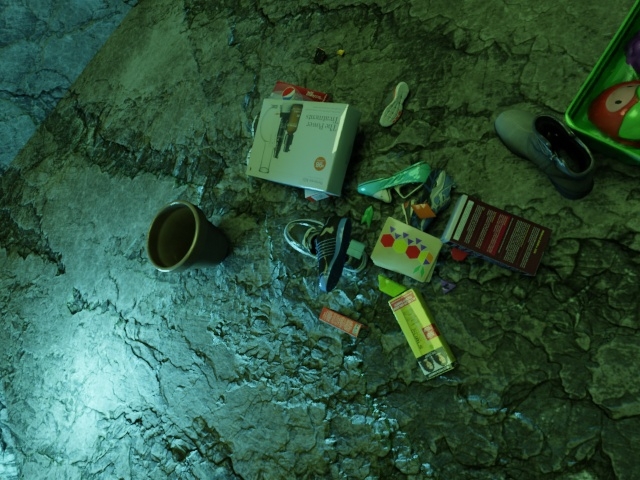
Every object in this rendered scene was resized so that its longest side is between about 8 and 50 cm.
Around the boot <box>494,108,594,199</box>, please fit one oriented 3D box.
[{"bbox_3d":[0.565,-0.265,1.136,0.118,0.222,0.338,-44,58,13],"label":"boot"}]

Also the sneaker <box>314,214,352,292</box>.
[{"bbox_3d":[0.023,0.036,1.325,0.090,0.081,0.232,8,73,29],"label":"sneaker"}]

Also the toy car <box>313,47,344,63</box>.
[{"bbox_3d":[0.035,-0.705,1.713,0.122,0.060,0.040,15,38,17],"label":"toy car"}]

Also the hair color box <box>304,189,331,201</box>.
[{"bbox_3d":[-0.008,-0.230,1.569,0.093,0.053,0.167,-15,67,28],"label":"hair color box"}]

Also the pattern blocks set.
[{"bbox_3d":[0.249,0.029,1.270,0.324,0.026,0.285,33,110,8],"label":"pattern blocks set"}]

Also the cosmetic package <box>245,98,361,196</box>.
[{"bbox_3d":[-0.068,-0.325,1.527,0.377,0.097,0.285,16,95,36],"label":"cosmetic package"}]

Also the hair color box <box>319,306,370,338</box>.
[{"bbox_3d":[0.073,0.251,1.360,0.141,0.072,0.043,21,86,33],"label":"hair color box"}]

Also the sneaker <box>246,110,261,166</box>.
[{"bbox_3d":[-0.218,-0.389,1.715,0.106,0.078,0.234,0,78,55],"label":"sneaker"}]

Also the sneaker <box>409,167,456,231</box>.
[{"bbox_3d":[0.330,-0.104,1.299,0.211,0.081,0.080,-63,18,-5],"label":"sneaker"}]

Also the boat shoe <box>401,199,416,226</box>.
[{"bbox_3d":[0.283,-0.061,1.349,0.043,0.049,0.137,-22,60,21],"label":"boat shoe"}]

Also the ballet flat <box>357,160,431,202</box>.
[{"bbox_3d":[0.229,-0.167,1.395,0.247,0.083,0.087,-18,81,27],"label":"ballet flat"}]

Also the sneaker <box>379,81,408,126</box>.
[{"bbox_3d":[0.240,-0.453,1.500,0.158,0.061,0.065,-61,29,0],"label":"sneaker"}]

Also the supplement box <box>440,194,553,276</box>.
[{"bbox_3d":[0.451,-0.012,1.157,0.239,0.073,0.130,24,87,7],"label":"supplement box"}]

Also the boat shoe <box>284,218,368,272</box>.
[{"bbox_3d":[0.000,0.000,1.452,0.335,0.119,0.121,21,87,34],"label":"boat shoe"}]

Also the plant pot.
[{"bbox_3d":[-0.471,0.008,1.665,0.263,0.229,0.263,-10,69,28],"label":"plant pot"}]

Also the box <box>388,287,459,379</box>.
[{"bbox_3d":[0.280,0.252,1.225,0.087,0.058,0.232,-32,69,22],"label":"box"}]

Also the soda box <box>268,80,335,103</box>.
[{"bbox_3d":[-0.067,-0.516,1.668,0.263,0.092,0.084,28,91,34],"label":"soda box"}]

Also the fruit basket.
[{"bbox_3d":[0.752,-0.356,0.959,0.282,0.392,0.392,32,93,15],"label":"fruit basket"}]
